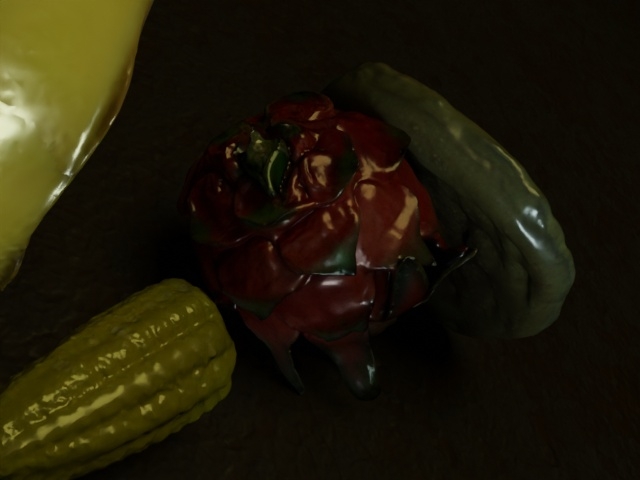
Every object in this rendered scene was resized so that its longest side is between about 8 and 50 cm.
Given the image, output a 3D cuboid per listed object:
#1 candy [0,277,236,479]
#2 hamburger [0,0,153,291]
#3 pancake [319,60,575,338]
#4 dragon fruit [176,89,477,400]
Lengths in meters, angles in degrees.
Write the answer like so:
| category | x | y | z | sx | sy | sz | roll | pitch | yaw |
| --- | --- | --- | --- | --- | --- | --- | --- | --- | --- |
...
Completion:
| category | x | y | z | sx | sy | sz | roll | pitch | yaw |
| --- | --- | --- | --- | --- | --- | --- | --- | --- | --- |
| candy | -0.143 | 0.101 | 0.708 | 0.199 | 0.106 | 0.094 | -32 | 99 | -48 |
| hamburger | -0.264 | -0.181 | 0.615 | 0.277 | 0.396 | 0.396 | 22 | 41 | -31 |
| pancake | 0.095 | -0.025 | 0.965 | 0.049 | 0.294 | 0.294 | -41 | 88 | -24 |
| dragon fruit | 0.000 | 0.000 | 0.873 | 0.193 | 0.192 | 0.274 | 52 | -5 | 45 |
